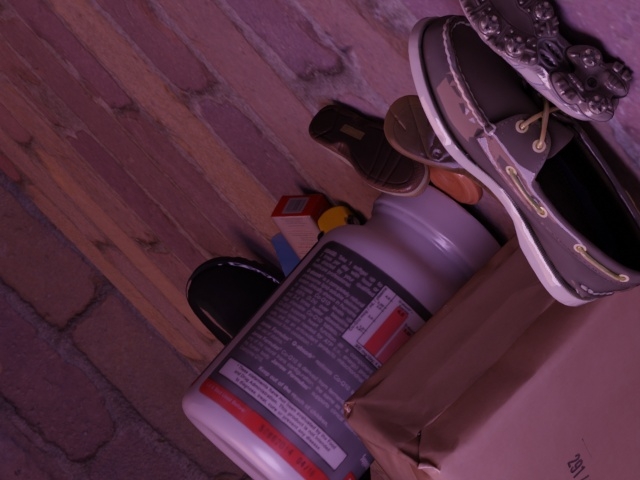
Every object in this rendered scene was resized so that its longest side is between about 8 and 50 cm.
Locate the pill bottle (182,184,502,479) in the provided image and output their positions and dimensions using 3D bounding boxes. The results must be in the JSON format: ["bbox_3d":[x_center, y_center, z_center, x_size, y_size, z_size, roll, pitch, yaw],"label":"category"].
[{"bbox_3d":[0.035,0.115,1.733,0.210,0.363,0.210,39,168,10],"label":"pill bottle"}]

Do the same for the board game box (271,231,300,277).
[{"bbox_3d":[0.008,0.035,2.198,0.133,0.033,0.168,8,139,28],"label":"board game box"}]

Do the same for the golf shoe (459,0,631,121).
[{"bbox_3d":[0.172,-0.160,1.287,0.176,0.069,0.086,45,170,-4],"label":"golf shoe"}]

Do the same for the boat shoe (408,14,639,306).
[{"bbox_3d":[0.190,-0.077,1.356,0.091,0.109,0.305,-17,114,49],"label":"boat shoe"}]

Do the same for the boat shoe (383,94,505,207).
[{"bbox_3d":[0.171,-0.083,1.474,0.223,0.080,0.073,25,-157,8],"label":"boat shoe"}]

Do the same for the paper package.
[{"bbox_3d":[0.232,0.193,1.588,0.168,0.309,0.325,29,159,51],"label":"paper package"}]

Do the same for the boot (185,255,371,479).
[{"bbox_3d":[-0.074,0.218,2.286,0.367,0.146,0.445,34,-159,-6],"label":"boot"}]

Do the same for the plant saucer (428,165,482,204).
[{"bbox_3d":[0.139,-0.069,1.678,0.083,0.013,0.083,38,163,14],"label":"plant saucer"}]

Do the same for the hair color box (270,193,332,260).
[{"bbox_3d":[0.000,0.000,2.089,0.072,0.043,0.141,-1,137,37],"label":"hair color box"}]

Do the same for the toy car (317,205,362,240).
[{"bbox_3d":[0.082,0.084,1.975,0.225,0.239,0.053,9,-178,37],"label":"toy car"}]

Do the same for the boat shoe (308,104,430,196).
[{"bbox_3d":[0.067,-0.093,1.722,0.072,0.068,0.190,42,180,-44],"label":"boat shoe"}]
